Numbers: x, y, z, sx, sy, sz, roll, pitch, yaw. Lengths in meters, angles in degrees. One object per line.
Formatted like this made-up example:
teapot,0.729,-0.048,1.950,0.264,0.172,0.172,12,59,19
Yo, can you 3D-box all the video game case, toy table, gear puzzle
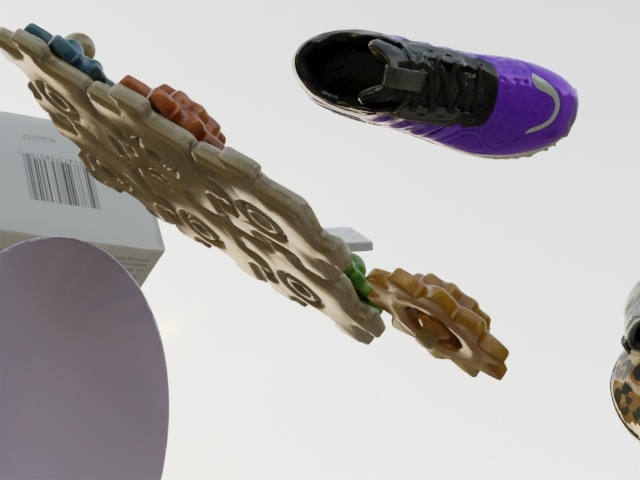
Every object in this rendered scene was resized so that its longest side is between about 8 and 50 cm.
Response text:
video game case,0.000,0.000,1.532,0.087,0.011,0.122,-4,8,-9
toy table,-0.191,0.148,0.984,0.252,0.274,0.161,24,-15,-2
gear puzzle,-0.032,-0.024,0.826,0.044,0.339,0.175,-51,-30,-15

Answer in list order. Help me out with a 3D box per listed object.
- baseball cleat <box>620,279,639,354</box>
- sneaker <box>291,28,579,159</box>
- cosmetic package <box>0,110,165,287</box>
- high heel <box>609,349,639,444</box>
baseball cleat,0.319,0.029,1.145,0.072,0.109,0.206,44,-58,-7
sneaker,0.104,-0.148,1.479,0.293,0.102,0.146,11,0,16
cosmetic package,-0.320,0.057,1.439,0.197,0.155,0.365,9,-43,-34
high heel,0.359,0.159,1.413,0.093,0.261,0.186,36,-34,-21
